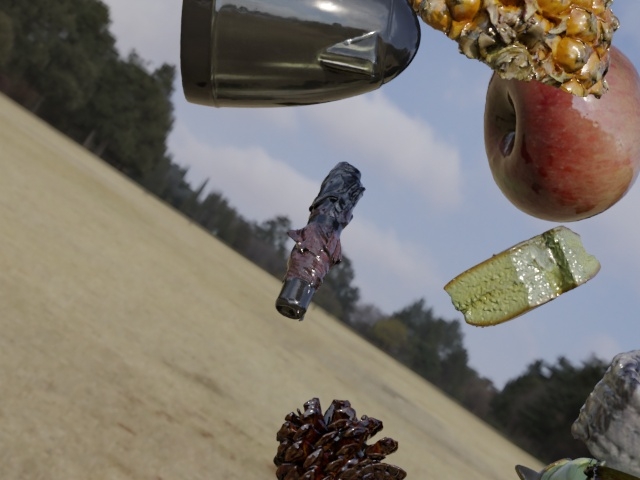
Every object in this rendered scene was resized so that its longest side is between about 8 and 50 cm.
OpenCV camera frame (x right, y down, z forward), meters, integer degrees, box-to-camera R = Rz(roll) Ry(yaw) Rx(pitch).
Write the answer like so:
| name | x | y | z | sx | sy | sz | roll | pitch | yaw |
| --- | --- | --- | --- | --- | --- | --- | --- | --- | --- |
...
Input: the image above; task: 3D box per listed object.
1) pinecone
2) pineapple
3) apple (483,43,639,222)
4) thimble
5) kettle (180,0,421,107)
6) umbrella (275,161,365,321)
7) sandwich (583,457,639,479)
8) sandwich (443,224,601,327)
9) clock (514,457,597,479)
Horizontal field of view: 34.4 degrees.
| name | x | y | z | sx | sy | sz | roll | pitch | yaw |
| --- | --- | --- | --- | --- | --- | --- | --- | --- | --- |
| pinecone | 0.012 | 0.280 | 1.347 | 0.163 | 0.163 | 0.165 | 38 | 7 | -44 |
| pineapple | 0.288 | -0.334 | 1.393 | 0.344 | 0.209 | 0.286 | 23 | 20 | 0 |
| apple | 0.441 | -0.203 | 1.819 | 0.269 | 0.344 | 0.345 | -3 | 3 | -12 |
| thimble | 0.529 | 0.280 | 1.601 | 0.245 | 0.157 | 0.217 | 15 | 22 | -20 |
| kettle | -0.015 | -0.249 | 1.247 | 0.271 | 0.207 | 0.251 | 6 | -2 | 3 |
| umbrella | 0.000 | 0.000 | 1.755 | 0.090 | 0.326 | 0.094 | 9 | -36 | 20 |
| sandwich | 0.373 | 0.462 | 1.415 | 0.162 | 0.301 | 0.250 | 30 | -4 | 17 |
| sandwich | 0.296 | 0.043 | 1.418 | 0.090 | 0.244 | 0.088 | 64 | -23 | 10 |
| clock | 0.484 | 0.508 | 1.785 | 0.348 | 0.117 | 0.286 | 32 | 32 | -19 |
